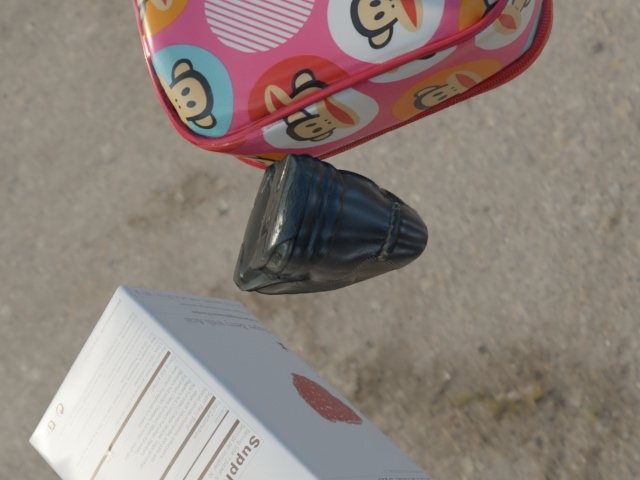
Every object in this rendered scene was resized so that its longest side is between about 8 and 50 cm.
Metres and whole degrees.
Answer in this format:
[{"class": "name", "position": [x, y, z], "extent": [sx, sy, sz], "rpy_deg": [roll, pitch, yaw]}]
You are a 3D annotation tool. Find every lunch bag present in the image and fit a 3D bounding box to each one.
[{"class": "lunch bag", "position": [0.008, -0.208, 0.845], "extent": [0.258, 0.120, 0.293], "rpy_deg": [-22, 74, 20]}]

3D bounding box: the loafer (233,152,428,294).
[{"class": "loafer", "position": [0.000, 0.000, 0.644], "extent": [0.170, 0.061, 0.062], "rpy_deg": [-168, 94, -82]}]

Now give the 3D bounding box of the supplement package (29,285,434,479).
[{"class": "supplement package", "position": [-0.071, 0.195, 1.269], "extent": [0.293, 0.177, 0.175], "rpy_deg": [40, 105, 31]}]
